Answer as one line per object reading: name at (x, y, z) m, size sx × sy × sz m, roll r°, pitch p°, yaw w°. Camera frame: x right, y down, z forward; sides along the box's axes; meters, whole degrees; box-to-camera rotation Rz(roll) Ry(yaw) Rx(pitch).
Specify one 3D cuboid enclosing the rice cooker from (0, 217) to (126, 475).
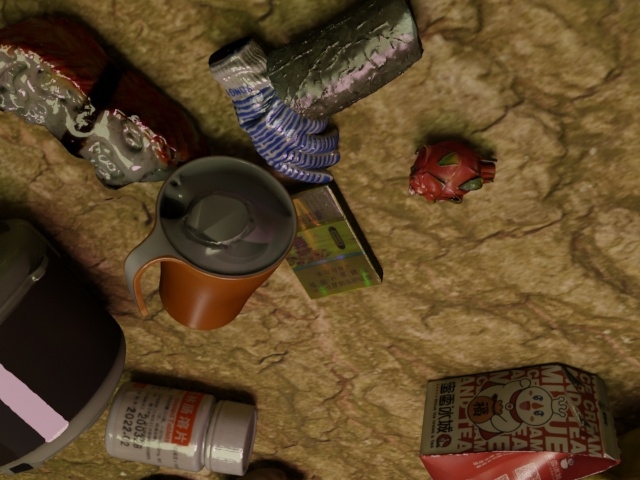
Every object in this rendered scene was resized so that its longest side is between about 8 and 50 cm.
rice cooker at (-0.506, 0.152, 1.201) m, size 0.335 × 0.335 × 0.325 m, roll -18°, pitch 125°, yaw 25°

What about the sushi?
sushi at (-0.297, -0.170, 1.007) m, size 0.332 × 0.124 × 0.130 m, roll 39°, pitch 119°, yaw -23°

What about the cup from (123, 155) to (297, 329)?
cup at (-0.162, 0.025, 1.077) m, size 0.182 × 0.226 × 0.264 m, roll 56°, pitch 151°, yaw 17°

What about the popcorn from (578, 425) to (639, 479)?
popcorn at (0.552, 0.415, 1.211) m, size 0.312 × 0.312 × 0.312 m, roll 6°, pitch 131°, yaw 7°

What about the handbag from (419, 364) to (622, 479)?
handbag at (0.320, 0.313, 1.263) m, size 0.298 × 0.171 × 0.151 m, roll -11°, pitch 126°, yaw 22°

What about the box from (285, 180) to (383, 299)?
box at (0.000, 0.000, 1.154) m, size 0.121 × 0.030 × 0.193 m, roll -15°, pitch 126°, yaw 23°

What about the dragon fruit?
dragon fruit at (0.170, -0.086, 1.012) m, size 0.116 × 0.086 × 0.081 m, roll -2°, pitch 92°, yaw 3°

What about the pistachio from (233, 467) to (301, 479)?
pistachio at (-0.118, 0.521, 1.575) m, size 0.206 × 0.131 × 0.129 m, roll -27°, pitch 75°, yaw 36°

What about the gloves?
gloves at (-0.055, -0.154, 1.001) m, size 0.229 × 0.097 × 0.119 m, roll 43°, pitch 155°, yaw -29°

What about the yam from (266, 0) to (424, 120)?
yam at (0.039, -0.216, 0.915) m, size 0.183 × 0.107 × 0.107 m, roll -26°, pitch 121°, yaw 28°

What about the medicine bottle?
medicine bottle at (-0.247, 0.341, 1.425) m, size 0.252 × 0.144 × 0.144 m, roll 11°, pitch 131°, yaw 4°
